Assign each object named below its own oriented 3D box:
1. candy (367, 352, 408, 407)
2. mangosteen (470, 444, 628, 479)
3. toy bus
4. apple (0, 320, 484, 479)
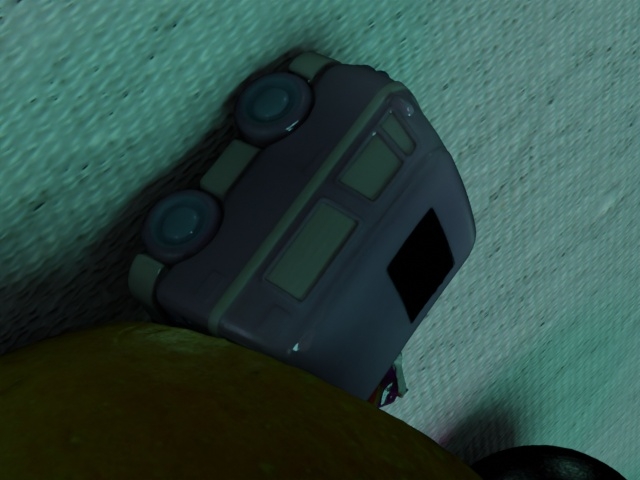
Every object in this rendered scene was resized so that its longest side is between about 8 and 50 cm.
[{"bbox_3d":[0.021,0.114,1.015,0.175,0.043,0.045,-3,112,-47],"label":"candy"},{"bbox_3d":[0.191,0.327,1.224,0.288,0.288,0.288,-30,139,-30],"label":"mangosteen"},{"bbox_3d":[0.000,0.000,0.794,0.202,0.142,0.142,-54,146,-17],"label":"toy bus"},{"bbox_3d":[-0.089,0.220,0.728,0.384,0.374,0.374,-7,125,-40],"label":"apple"}]
